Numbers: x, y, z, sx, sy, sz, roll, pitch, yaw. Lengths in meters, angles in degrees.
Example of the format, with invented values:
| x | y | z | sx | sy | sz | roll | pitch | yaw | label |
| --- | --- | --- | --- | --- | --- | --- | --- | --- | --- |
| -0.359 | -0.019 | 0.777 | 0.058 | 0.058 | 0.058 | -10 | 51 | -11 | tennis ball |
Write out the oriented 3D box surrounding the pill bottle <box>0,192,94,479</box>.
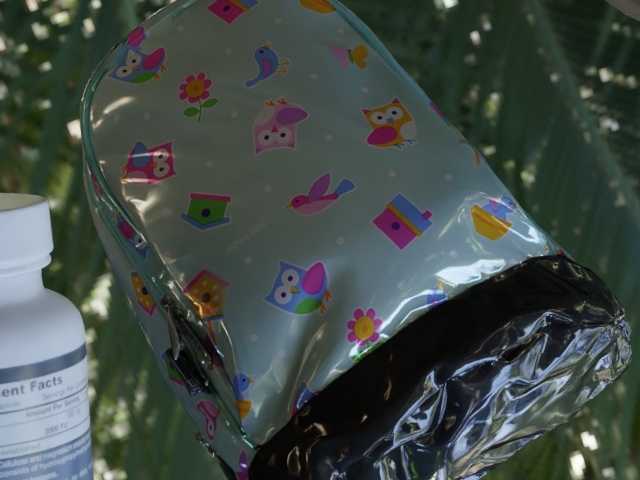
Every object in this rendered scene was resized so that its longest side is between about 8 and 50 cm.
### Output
| x | y | z | sx | sy | sz | roll | pitch | yaw | label |
| --- | --- | --- | --- | --- | --- | --- | --- | --- | --- |
| -0.157 | 0.073 | 0.707 | 0.108 | 0.180 | 0.108 | -2 | -172 | 0 | pill bottle |

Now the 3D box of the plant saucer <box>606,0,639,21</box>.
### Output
| x | y | z | sx | sy | sz | roll | pitch | yaw | label |
| --- | --- | --- | --- | --- | --- | --- | --- | --- | --- |
| 0.255 | -0.249 | 0.948 | 0.278 | 0.278 | 0.041 | -11 | -153 | 27 | plant saucer |

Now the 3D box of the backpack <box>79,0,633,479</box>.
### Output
| x | y | z | sx | sy | sz | roll | pitch | yaw | label |
| --- | --- | --- | --- | --- | --- | --- | --- | --- | --- |
| 0.000 | 0.000 | 0.533 | 0.152 | 0.115 | 0.182 | -31 | -117 | -13 | backpack |
